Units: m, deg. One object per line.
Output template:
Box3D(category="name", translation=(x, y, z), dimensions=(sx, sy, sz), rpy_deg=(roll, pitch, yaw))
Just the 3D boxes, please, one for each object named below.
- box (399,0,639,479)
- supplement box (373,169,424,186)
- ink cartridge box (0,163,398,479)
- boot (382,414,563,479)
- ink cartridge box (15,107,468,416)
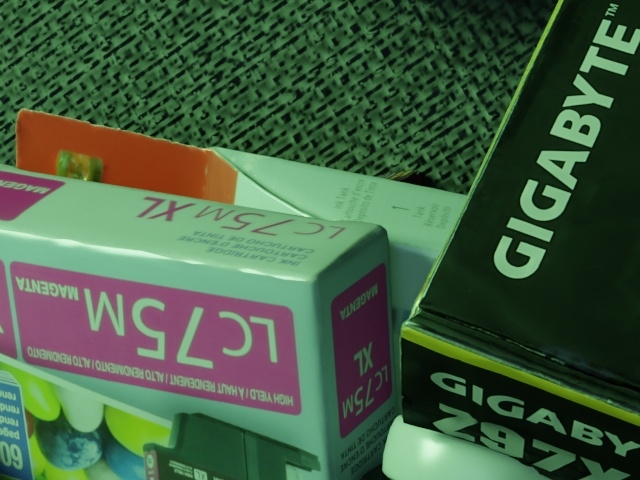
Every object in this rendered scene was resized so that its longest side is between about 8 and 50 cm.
Box3D(category="box", translation=(0.204, -0.043, 0.593), dimensions=(0.257, 0.079, 0.322), rpy_deg=(21, 64, 13))
Box3D(category="supplement box", translation=(0.000, 0.000, 0.768), dimensions=(0.083, 0.055, 0.043), rpy_deg=(-9, 95, 19))
Box3D(category="ink cartridge box", translation=(-0.057, 0.132, 0.739), dimensions=(0.186, 0.065, 0.311), rpy_deg=(9, 118, 29))
Box3D(category="boot", translation=(0.145, 0.041, 0.657), dimensions=(0.095, 0.258, 0.123), rpy_deg=(16, 98, 61))
Box3D(category="ink cartridge box", translation=(-0.021, 0.061, 0.738), dimensions=(0.232, 0.066, 0.189), rpy_deg=(10, 120, 4))
